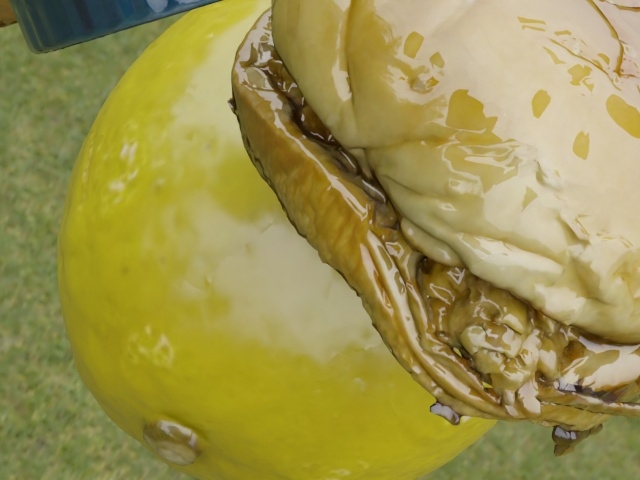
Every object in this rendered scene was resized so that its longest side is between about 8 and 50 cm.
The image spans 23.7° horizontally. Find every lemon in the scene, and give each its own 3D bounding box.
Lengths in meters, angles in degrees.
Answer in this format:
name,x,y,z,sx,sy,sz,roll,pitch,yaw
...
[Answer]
name,x,y,z,sx,sy,sz,roll,pitch,yaw
lemon,0.000,0.000,0.969,0.348,0.348,0.348,17,44,-17

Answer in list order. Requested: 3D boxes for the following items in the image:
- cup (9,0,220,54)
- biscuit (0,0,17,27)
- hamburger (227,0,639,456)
name,x,y,z,sx,sy,sz,roll,pitch,yaw
cup,-0.068,-0.134,0.423,0.176,0.131,0.155,-27,104,-41
biscuit,-0.172,-0.142,0.630,0.225,0.042,0.226,4,37,-3
hamburger,0.111,-0.047,0.709,0.318,0.158,0.319,23,35,-18
